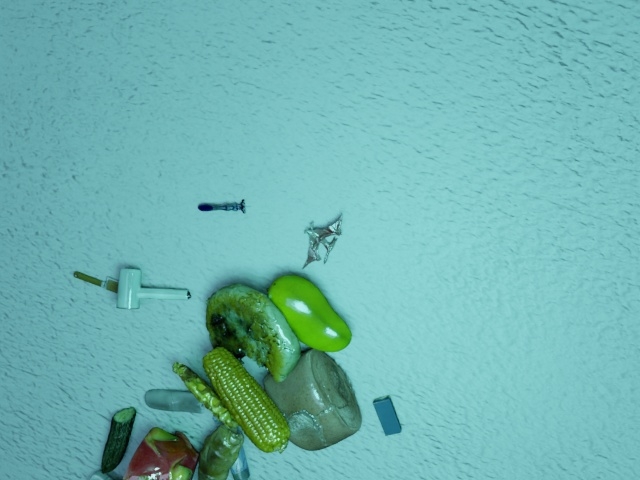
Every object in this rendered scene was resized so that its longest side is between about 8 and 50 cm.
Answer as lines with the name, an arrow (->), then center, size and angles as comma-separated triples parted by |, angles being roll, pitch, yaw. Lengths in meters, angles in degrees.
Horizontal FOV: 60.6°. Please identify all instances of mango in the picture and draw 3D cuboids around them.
mango -> -0.036, 0.224, 1.635 | 0.293, 0.143, 0.175 | 40, 125, -1

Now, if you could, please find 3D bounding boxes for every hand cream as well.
hand cream -> -0.289, 0.697, 1.827 | 0.088, 0.055, 0.255 | -15, 91, 20

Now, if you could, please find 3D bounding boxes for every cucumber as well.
cucumber -> -0.700, 0.697, 1.890 | 0.077, 0.077, 0.265 | 20, 106, 6

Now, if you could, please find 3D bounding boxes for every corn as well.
corn -> -0.219, 0.464, 1.594 | 0.363, 0.120, 0.120 | 46, 106, 18

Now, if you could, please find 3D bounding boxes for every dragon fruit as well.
dragon fruit -> -0.498, 0.764, 1.763 | 0.190, 0.290, 0.290 | 17, 103, 7

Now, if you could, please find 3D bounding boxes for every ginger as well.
ginger -> -0.330, 0.700, 1.762 | 0.117, 0.109, 0.262 | 11, 112, -24

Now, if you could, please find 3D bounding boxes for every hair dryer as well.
hair dryer -> -0.529, 0.159, 1.749 | 0.237, 0.073, 0.131 | 4, 87, 3

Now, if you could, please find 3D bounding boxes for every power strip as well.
power strip -> 0.210, 0.548, 1.709 | 0.056, 0.032, 0.123 | -19, 97, 14

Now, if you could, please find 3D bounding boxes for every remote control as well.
remote control -> -0.492, 0.539, 1.820 | 0.229, 0.044, 0.073 | -1, 103, 22

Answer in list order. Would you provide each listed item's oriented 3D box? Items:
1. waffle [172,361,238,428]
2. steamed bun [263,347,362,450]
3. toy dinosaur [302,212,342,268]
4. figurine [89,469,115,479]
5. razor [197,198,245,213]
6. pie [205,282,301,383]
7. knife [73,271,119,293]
waffle -> -0.356, 0.474, 1.695 | 0.291, 0.291, 0.051 | 46, 74, -1
steamed bun -> -0.030, 0.503, 1.658 | 0.252, 0.199, 0.301 | -32, 94, 15
toy dinosaur -> -0.001, 0.000, 1.643 | 0.108, 0.032, 0.220 | 37, 115, -2
figurine -> -0.640, 0.928, 1.881 | 0.382, 0.205, 0.224 | 46, 109, 20
razor -> -0.307, -0.102, 1.681 | 0.155, 0.028, 0.044 | 0, 101, 10
pie -> -0.215, 0.271, 1.636 | 0.372, 0.078, 0.296 | 4, 110, 38
knife -> -0.699, 0.144, 1.805 | 0.256, 0.022, 0.046 | 19, 98, 6
